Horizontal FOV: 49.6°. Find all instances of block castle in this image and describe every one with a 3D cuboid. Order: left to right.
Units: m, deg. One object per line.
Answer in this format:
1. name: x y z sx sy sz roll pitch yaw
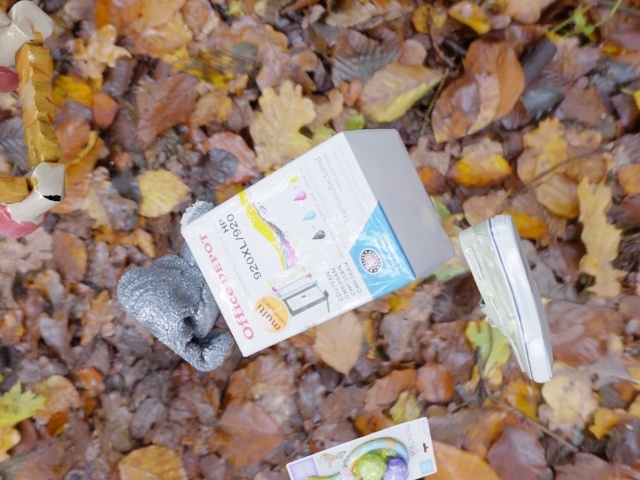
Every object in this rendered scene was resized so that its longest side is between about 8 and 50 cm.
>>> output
1. block castle: -0.551 -0.153 0.815 0.212 0.453 0.303 -17 80 47

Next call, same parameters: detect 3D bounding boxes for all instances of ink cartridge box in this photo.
1. ink cartridge box: 0.000 0.000 0.801 0.232 0.168 0.171 -27 87 27

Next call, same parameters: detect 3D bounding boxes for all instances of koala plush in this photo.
1. koala plush: -0.191 0.058 1.098 0.196 0.203 0.221 38 78 21

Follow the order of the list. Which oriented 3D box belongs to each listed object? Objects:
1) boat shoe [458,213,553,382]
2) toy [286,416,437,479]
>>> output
1. boat shoe: 0.319 0.102 1.174 0.094 0.109 0.302 -15 101 24
2. toy: 0.075 0.383 1.121 0.237 0.056 0.137 -15 122 -2
